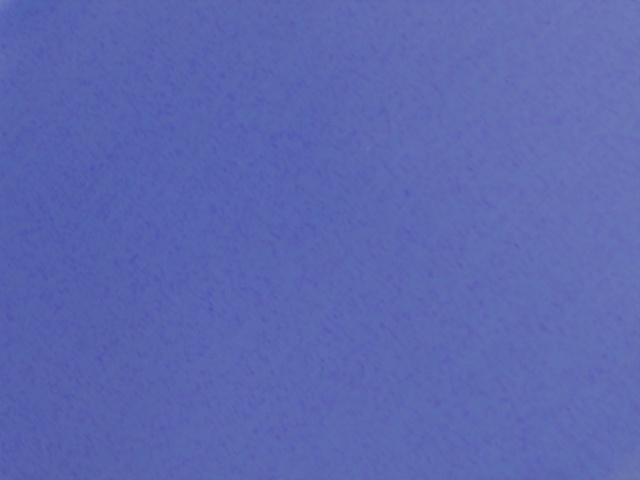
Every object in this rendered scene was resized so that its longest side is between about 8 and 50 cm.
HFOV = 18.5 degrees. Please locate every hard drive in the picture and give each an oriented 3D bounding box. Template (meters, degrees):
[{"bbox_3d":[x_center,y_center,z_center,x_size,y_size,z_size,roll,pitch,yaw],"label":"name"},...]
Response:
[{"bbox_3d":[0.000,0.000,0.445,0.210,0.319,0.040,50,18,22],"label":"hard drive"}]
